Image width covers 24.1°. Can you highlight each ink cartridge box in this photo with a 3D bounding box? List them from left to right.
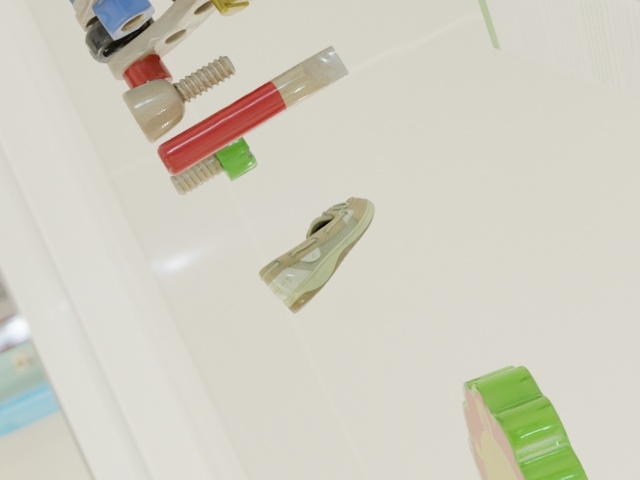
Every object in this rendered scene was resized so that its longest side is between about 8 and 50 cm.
[{"bbox_3d":[0.226,-0.163,1.114,0.056,0.235,0.171,-61,156,-13],"label":"ink cartridge box"}]

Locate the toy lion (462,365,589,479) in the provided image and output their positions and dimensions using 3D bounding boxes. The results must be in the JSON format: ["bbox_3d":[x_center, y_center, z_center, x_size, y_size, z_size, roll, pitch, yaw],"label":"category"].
[{"bbox_3d":[0.061,0.083,0.367,0.034,0.100,0.096,-20,-147,-7],"label":"toy lion"}]

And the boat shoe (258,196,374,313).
[{"bbox_3d":[-0.001,0.001,1.262,0.056,0.048,0.153,-45,-175,44],"label":"boat shoe"}]

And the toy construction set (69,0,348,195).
[{"bbox_3d":[-0.068,-0.203,1.094,0.237,0.309,0.257,-30,148,-5],"label":"toy construction set"}]
